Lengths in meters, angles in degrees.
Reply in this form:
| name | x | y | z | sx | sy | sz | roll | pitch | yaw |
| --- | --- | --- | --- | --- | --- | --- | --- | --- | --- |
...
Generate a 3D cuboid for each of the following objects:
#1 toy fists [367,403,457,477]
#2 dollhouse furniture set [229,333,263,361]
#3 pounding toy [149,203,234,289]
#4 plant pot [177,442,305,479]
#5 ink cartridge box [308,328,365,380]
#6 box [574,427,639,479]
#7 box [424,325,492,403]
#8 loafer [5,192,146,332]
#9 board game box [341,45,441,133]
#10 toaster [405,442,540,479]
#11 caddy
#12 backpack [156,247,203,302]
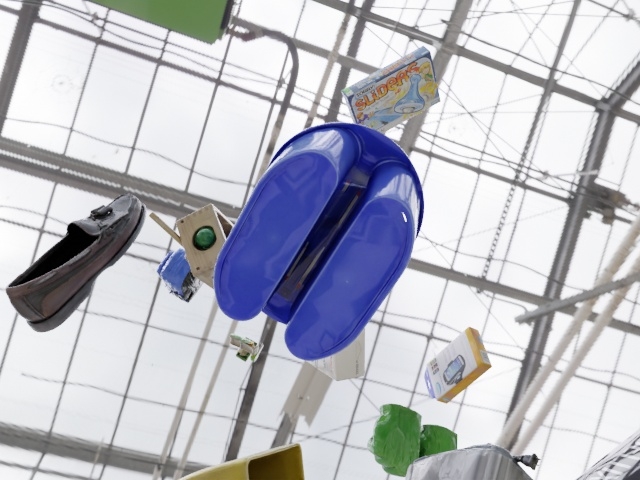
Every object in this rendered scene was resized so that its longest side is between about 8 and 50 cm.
| name | x | y | z | sx | sy | sz | roll | pitch | yaw |
| --- | --- | --- | --- | --- | --- | --- | --- | --- | --- |
| toy fists | 0.217 | 0.487 | 1.323 | 0.096 | 0.142 | 0.279 | -23 | -46 | 40 |
| dollhouse furniture set | -0.189 | 0.266 | 1.494 | 0.076 | 0.059 | 0.152 | 27 | -29 | 7 |
| pounding toy | -0.201 | 0.009 | 0.984 | 0.100 | 0.130 | 0.141 | -27 | -26 | 4 |
| plant pot | -0.153 | 0.509 | 1.076 | 0.187 | 0.212 | 0.212 | -13 | -105 | 23 |
| ink cartridge box | 0.028 | 0.258 | 1.484 | 0.085 | 0.203 | 0.148 | -4 | -83 | -26 |
| box | 0.316 | 0.268 | 0.389 | 0.242 | 0.076 | 0.308 | -30 | -94 | -12 |
| box | 0.237 | 0.225 | 1.013 | 0.028 | 0.081 | 0.136 | 21 | -55 | -23 |
| loafer | -0.402 | 0.011 | 0.972 | 0.109 | 0.303 | 0.095 | -3 | -47 | 30 |
| board game box | 0.156 | -0.314 | 1.246 | 0.201 | 0.035 | 0.136 | -29 | -43 | -1 |
| toaster | 0.202 | 0.380 | 0.787 | 0.129 | 0.146 | 0.227 | 47 | -46 | -11 |
| caddy | 0.000 | 0.000 | 0.825 | 0.241 | 0.179 | 0.341 | 31 | -68 | -3 |
| backpack | -0.317 | 0.074 | 1.296 | 0.101 | 0.120 | 0.098 | 25 | -111 | 4 |
